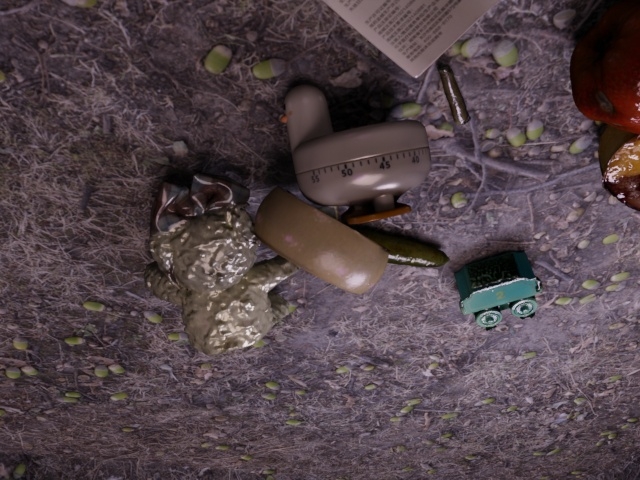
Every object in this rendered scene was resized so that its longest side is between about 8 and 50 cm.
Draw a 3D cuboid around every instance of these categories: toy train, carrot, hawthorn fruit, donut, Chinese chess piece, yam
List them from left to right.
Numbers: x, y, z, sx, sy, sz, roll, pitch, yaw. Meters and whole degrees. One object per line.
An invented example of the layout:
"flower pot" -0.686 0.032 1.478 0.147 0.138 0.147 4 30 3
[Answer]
"Chinese chess piece" 0.000 0.000 1.052 0.250 0.251 0.097 27 94 -34
"carrot" 0.132 0.018 1.288 0.358 0.074 0.074 9 137 -21
"yam" 0.232 -0.254 1.018 0.033 0.027 0.129 8 151 32
"toy train" 0.429 0.118 1.425 0.203 0.112 0.163 -20 132 13
"donut" 0.603 -0.158 1.131 0.151 0.112 0.295 -14 140 16
"hawthorn fruit" 0.525 -0.253 0.924 0.243 0.207 0.207 21 132 -18

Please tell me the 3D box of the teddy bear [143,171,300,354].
"teddy bear" -0.206 0.037 1.230 0.327 0.375 0.362 -10 98 2

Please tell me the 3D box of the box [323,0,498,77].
"box" 0.028 -0.381 0.687 0.341 0.225 0.143 26 127 -34

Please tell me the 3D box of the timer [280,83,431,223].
"timer" 0.062 -0.154 0.988 0.233 0.240 0.233 -12 -175 1
